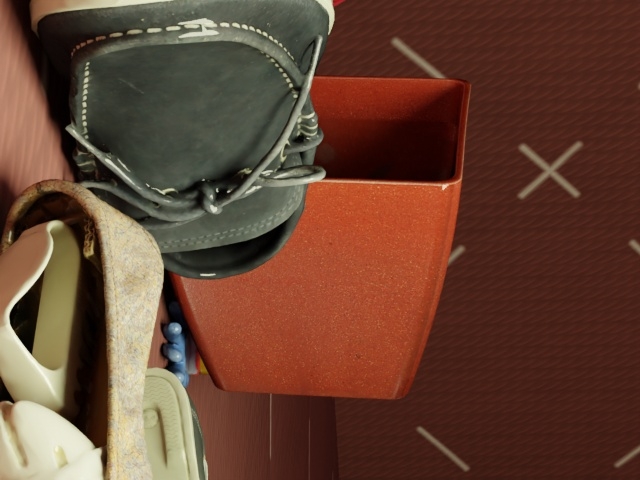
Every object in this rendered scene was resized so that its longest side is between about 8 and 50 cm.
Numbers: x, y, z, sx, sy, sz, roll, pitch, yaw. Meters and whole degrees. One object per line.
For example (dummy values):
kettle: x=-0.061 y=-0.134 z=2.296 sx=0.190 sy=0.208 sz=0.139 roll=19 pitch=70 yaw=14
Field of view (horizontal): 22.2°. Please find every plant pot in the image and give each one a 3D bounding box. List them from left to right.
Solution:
plant pot: x=0.000 y=0.000 z=1.507 sx=0.267 sy=0.267 sz=0.235 roll=-74 pitch=164 yaw=-64

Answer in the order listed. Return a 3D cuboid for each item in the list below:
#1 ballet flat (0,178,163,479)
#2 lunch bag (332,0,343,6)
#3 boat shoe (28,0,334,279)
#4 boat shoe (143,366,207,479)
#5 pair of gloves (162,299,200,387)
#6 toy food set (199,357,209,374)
ballet flat: x=-0.145 y=0.093 z=0.837 sx=0.316 sy=0.108 sz=0.106 roll=-95 pitch=159 yaw=-43
lunch bag: x=-0.028 y=-0.287 z=1.501 sx=0.293 sy=0.120 sz=0.258 roll=-39 pitch=163 yaw=-49
boat shoe: x=-0.080 y=-0.076 z=1.097 sx=0.500 sy=0.187 sz=0.156 roll=95 pitch=-11 yaw=-78
boat shoe: x=-0.115 y=0.214 z=1.188 sx=0.079 sy=0.084 sz=0.233 roll=79 pitch=8 yaw=-66
pair of gloves: x=-0.125 y=0.156 z=1.499 sx=0.159 sy=0.023 sz=0.198 roll=53 pitch=35 yaw=-83
toy food set: x=-0.073 y=0.022 z=1.692 sx=0.111 sy=0.105 sz=0.232 roll=30 pitch=59 yaw=-85
